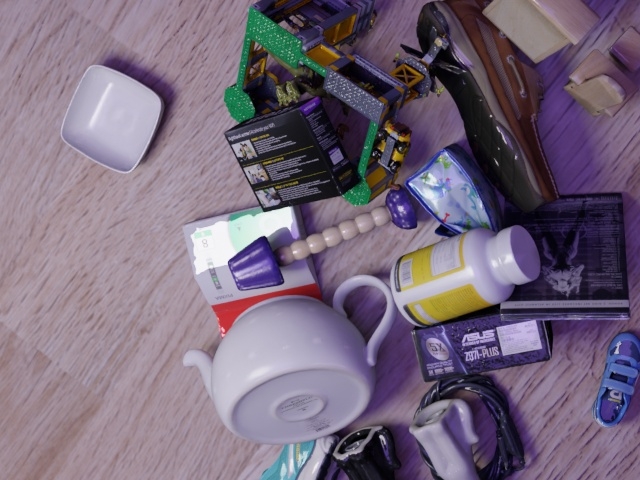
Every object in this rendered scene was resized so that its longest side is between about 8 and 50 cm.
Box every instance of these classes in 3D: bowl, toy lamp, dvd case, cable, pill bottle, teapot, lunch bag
[{"bbox_3d":[-0.313,-0.187,1.639,0.142,0.053,0.142,29,102,9],"label":"bowl"},{"bbox_3d":[0.000,0.000,1.535,0.275,0.080,0.080,-22,91,-6],"label":"toy lamp"},{"bbox_3d":[0.331,0.020,1.446,0.165,0.221,0.018,-2,136,14],"label":"dvd case"},{"bbox_3d":[0.213,0.281,1.579,0.151,0.047,0.184,-23,94,20],"label":"cable"},{"bbox_3d":[0.191,0.043,1.400,0.184,0.103,0.103,-22,91,36],"label":"pill bottle"},{"bbox_3d":[-0.043,0.163,1.546,0.256,0.187,0.252,5,138,-22],"label":"teapot"},{"bbox_3d":[0.200,-0.054,1.493,0.096,0.129,0.151,-43,88,18],"label":"lunch bag"}]

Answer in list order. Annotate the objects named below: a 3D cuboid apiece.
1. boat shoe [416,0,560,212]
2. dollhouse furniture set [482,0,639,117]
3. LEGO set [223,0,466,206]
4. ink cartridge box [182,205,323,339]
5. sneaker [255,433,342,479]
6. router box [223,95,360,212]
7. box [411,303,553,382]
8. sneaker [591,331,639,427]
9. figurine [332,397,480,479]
[{"bbox_3d":[0.254,-0.200,1.465,0.120,0.122,0.324,-26,89,-13],"label":"boat shoe"},{"bbox_3d":[0.392,-0.389,1.357,0.303,0.174,0.355,44,88,-3],"label":"dollhouse furniture set"},{"bbox_3d":[0.037,-0.227,1.502,0.331,0.192,0.255,32,138,26],"label":"LEGO set"},{"bbox_3d":[-0.097,0.062,1.618,0.181,0.056,0.224,-13,92,15],"label":"ink cartridge box"},{"bbox_3d":[-0.053,0.403,1.638,0.110,0.107,0.275,24,96,27],"label":"sneaker"},{"bbox_3d":[-0.043,-0.116,1.476,0.179,0.046,0.133,-9,112,50],"label":"router box"},{"bbox_3d":[0.232,0.132,1.498,0.180,0.147,0.077,-13,94,15],"label":"box"},{"bbox_3d":[0.423,0.202,1.507,0.053,0.059,0.144,14,99,14],"label":"sneaker"},{"bbox_3d":[0.158,0.358,1.550,0.215,0.092,0.209,-24,100,24],"label":"figurine"}]
